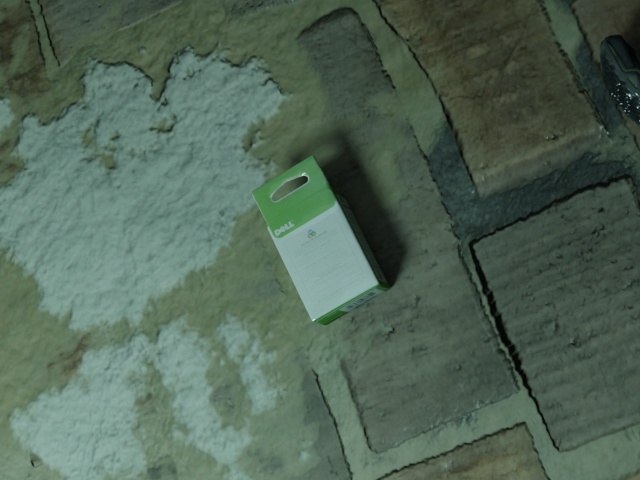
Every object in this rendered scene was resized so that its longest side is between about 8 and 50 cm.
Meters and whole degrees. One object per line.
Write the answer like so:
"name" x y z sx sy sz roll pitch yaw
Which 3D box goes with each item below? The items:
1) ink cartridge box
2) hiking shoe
"ink cartridge box" 0.000 0.000 1.689 0.109 0.062 0.209 -31 73 13
"hiking shoe" 0.455 -0.188 1.551 0.114 0.086 0.227 -38 77 -3
